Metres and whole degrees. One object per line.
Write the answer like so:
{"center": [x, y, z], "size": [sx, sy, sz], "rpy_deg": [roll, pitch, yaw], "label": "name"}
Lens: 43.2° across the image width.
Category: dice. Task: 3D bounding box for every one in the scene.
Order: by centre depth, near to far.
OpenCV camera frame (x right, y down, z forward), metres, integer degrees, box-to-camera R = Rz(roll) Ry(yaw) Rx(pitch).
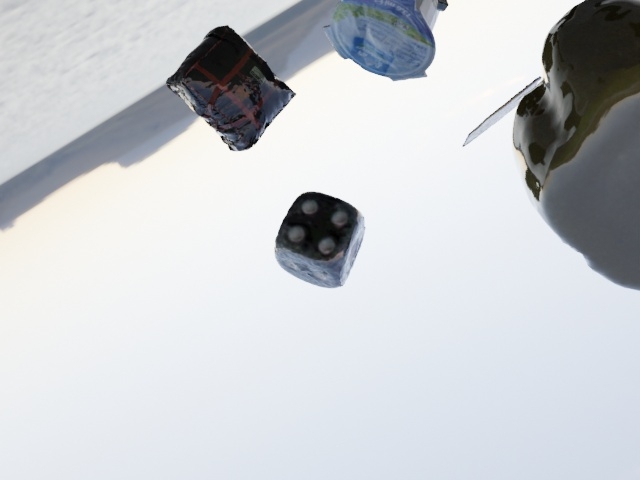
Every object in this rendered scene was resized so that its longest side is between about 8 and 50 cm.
{"center": [0.000, 0.000, 1.975], "size": [0.181, 0.183, 0.182], "rpy_deg": [82, 31, -64], "label": "dice"}

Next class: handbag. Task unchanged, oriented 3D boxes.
{"center": [-0.177, -0.295, 1.592], "size": [0.169, 0.215, 0.155], "rpy_deg": [-55, -154, -18], "label": "handbag"}

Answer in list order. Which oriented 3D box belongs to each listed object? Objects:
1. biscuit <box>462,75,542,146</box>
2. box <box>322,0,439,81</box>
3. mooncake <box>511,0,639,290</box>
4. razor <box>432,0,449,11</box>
{"center": [0.480, -0.339, 2.157], "size": [0.237, 0.013, 0.232], "rpy_deg": [-39, 174, 2], "label": "biscuit"}
{"center": [0.169, -0.535, 1.806], "size": [0.291, 0.262, 0.206], "rpy_deg": [109, 5, -62], "label": "box"}
{"center": [0.529, -0.156, 1.202], "size": [0.467, 0.467, 0.262], "rpy_deg": [-27, -145, 16], "label": "mooncake"}
{"center": [0.171, -0.412, 1.270], "size": [0.190, 0.066, 0.033], "rpy_deg": [-99, -155, -49], "label": "razor"}
